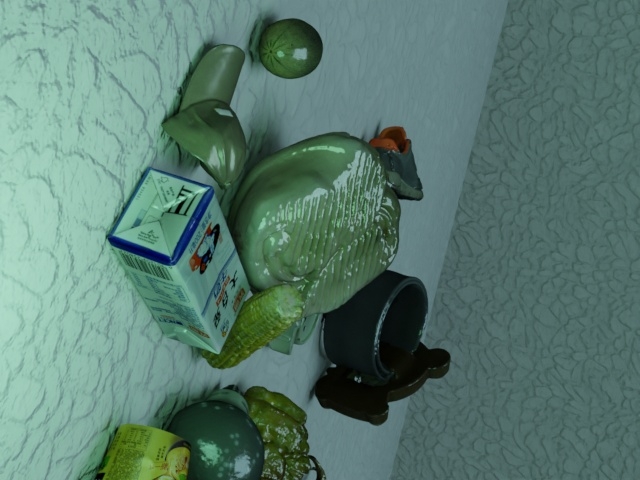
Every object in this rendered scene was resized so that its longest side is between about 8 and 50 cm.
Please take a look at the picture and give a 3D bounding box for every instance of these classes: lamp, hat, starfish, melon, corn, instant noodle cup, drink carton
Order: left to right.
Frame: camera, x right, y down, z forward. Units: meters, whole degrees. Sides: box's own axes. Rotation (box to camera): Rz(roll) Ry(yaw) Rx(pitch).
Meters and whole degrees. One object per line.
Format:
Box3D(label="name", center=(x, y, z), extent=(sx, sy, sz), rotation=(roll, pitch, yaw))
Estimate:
Box3D(label="instant noodle cup", center=(-0.263, 0.347, 1.421), extent=(0.151, 0.151, 0.122), rotation=(77, 23, -60))
Box3D(label="drink carton", center=(-0.192, 0.040, 1.391), extent=(0.315, 0.106, 0.131), rotation=(78, 34, -59))
Box3D(label="lamp", center=(-0.175, 0.323, 1.654), extent=(0.314, 0.181, 0.182), rotation=(-79, 175, -57))
Box3D(label="hat", center=(-0.129, -0.176, 1.374), extent=(0.173, 0.144, 0.166), rotation=(-49, 164, -1))
Box3D(label="corn", center=(-0.119, 0.142, 1.576), extent=(0.288, 0.086, 0.086), rotation=(-37, -162, 50))
Box3D(label="melon", center=(-0.048, -0.307, 1.536), extent=(0.130, 0.098, 0.098), rotation=(-19, 124, -65))
Box3D(label="starfish", center=(-0.030, 0.659, 2.588), extent=(0.146, 0.074, 0.190), rotation=(-64, 160, -12))

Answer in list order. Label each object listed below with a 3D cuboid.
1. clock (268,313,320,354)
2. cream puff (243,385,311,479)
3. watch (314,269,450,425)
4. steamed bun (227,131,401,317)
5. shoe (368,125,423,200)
Box3D(label="clock", center=(-0.045, 0.155, 2.056), extent=(0.191, 0.062, 0.152), rotation=(-21, 126, -70))
Box3D(label="cream puff", center=(-0.121, 0.409, 1.885), extent=(0.244, 0.196, 0.244), rotation=(-163, -90, -76))
Box3D(label="watch", center=(0.137, 0.242, 2.437), extent=(0.335, 0.314, 0.327), rotation=(-43, 135, -40))
Box3D(label="steamed bun", center=(-0.033, -0.035, 1.671), extent=(0.324, 0.219, 0.310), rotation=(-39, 135, -20))
Box3D(label="shoe", center=(0.176, -0.193, 2.361), extent=(0.336, 0.132, 0.171), rotation=(11, 87, -71))
